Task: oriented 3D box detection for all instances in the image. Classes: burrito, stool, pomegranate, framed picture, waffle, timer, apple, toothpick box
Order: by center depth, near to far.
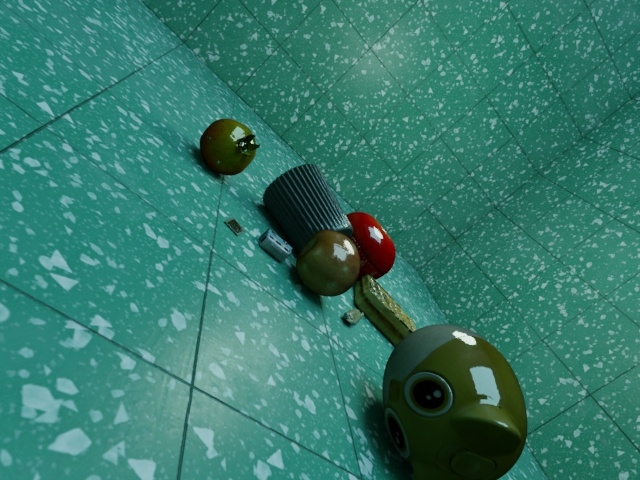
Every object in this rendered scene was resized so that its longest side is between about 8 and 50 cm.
[{"bbox_3d":[0.378,0.483,1.258,0.409,0.409,0.425,45,19,-15],"label":"toothpick box"},{"bbox_3d":[-0.293,-0.048,1.474,0.066,0.007,0.089,47,13,-3],"label":"framed picture"},{"bbox_3d":[0.024,0.081,1.608,0.253,0.253,0.253,45,14,-14],"label":"apple"},{"bbox_3d":[-0.351,-0.371,1.683,0.221,0.257,0.220,-5,96,-54],"label":"pomegranate"},{"bbox_3d":[0.133,0.306,1.735,0.058,0.045,0.188,45,14,16],"label":"burrito"},{"bbox_3d":[-0.046,-0.113,1.852,0.330,0.297,0.297,58,16,19],"label":"stool"},{"bbox_3d":[0.318,0.345,2.049,0.376,0.114,0.261,46,14,-8],"label":"waffle"},{"bbox_3d":[0.224,0.028,2.252,0.378,0.279,0.378,50,12,-15],"label":"timer"}]

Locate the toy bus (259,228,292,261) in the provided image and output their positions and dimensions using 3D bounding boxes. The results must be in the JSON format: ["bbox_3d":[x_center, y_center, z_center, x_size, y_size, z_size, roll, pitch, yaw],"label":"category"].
[{"bbox_3d":[-0.163,0.024,1.568,0.123,0.060,0.075,41,20,-21],"label":"toy bus"}]
